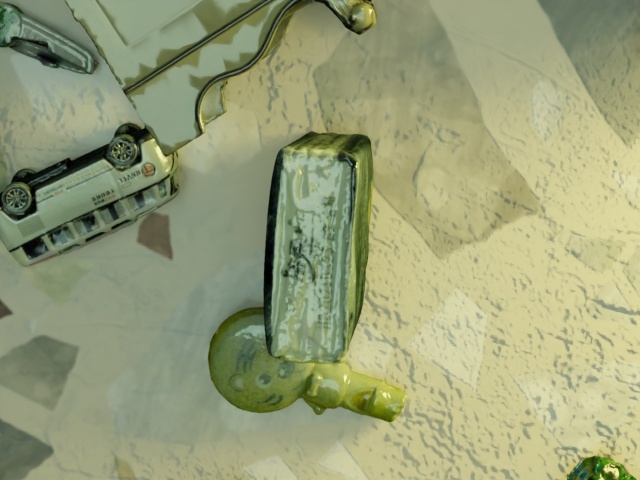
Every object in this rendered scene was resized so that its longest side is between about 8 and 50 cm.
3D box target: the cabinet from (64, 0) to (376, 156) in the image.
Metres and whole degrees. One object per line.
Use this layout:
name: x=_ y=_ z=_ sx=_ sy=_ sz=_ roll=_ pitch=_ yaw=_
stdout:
cabinet: x=-0.117 y=-0.274 z=1.727 sx=0.227 sy=0.290 sz=0.318 roll=-33 pitch=95 yaw=5

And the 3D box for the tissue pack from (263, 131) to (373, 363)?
tissue pack: x=0.000 y=0.000 z=1.769 sx=0.081 sy=0.257 sz=0.185 roll=3 pitch=97 yaw=4

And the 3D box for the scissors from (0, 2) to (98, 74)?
scissors: x=-0.309 y=-0.210 z=1.872 sx=0.204 sy=0.027 sz=0.101 roll=24 pitch=100 yaw=2

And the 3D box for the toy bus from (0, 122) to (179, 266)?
toy bus: x=-0.222 y=-0.046 z=1.862 sx=0.194 sy=0.087 sz=0.089 roll=-25 pitch=102 yaw=4

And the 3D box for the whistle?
whistle: x=-0.014 y=0.129 z=1.892 sx=0.198 sy=0.057 sz=0.104 roll=17 pitch=108 yaw=-7

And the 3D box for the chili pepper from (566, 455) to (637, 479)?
chili pepper: x=0.330 y=0.298 z=1.891 sx=0.224 sy=0.061 sz=0.098 roll=38 pitch=108 yaw=-6
